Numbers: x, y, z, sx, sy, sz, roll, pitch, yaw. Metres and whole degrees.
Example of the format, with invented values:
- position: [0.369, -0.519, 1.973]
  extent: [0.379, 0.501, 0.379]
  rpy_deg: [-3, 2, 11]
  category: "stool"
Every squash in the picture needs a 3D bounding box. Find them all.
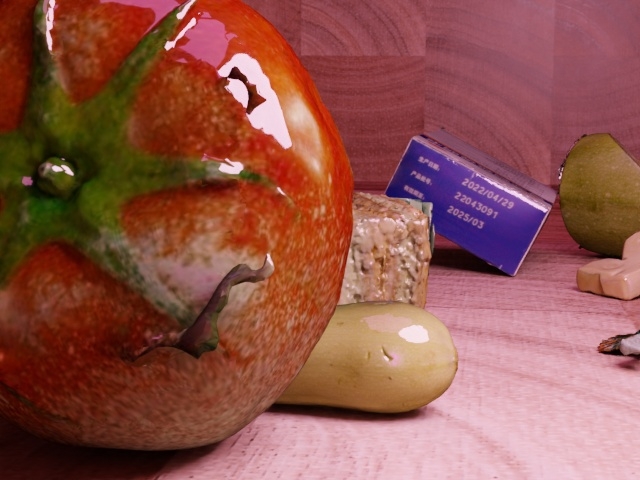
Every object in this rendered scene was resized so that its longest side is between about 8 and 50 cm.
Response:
- position: [-0.022, 0.084, 0.907]
  extent: [0.250, 0.083, 0.083]
  rpy_deg: [-1, 6, 21]
  category: "squash"
- position: [0.474, -0.059, 1.699]
  extent: [0.189, 0.189, 0.260]
  rpy_deg: [-5, 5, -40]
  category: "squash"

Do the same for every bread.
- position: [0.029, 0.027, 1.140]
  extent: [0.102, 0.138, 0.196]
  rpy_deg: [3, 5, -12]
  category: "bread"

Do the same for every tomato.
- position: [-0.119, -0.017, 0.802]
  extent: [0.303, 0.304, 0.239]
  rpy_deg: [2, -9, 15]
  category: "tomato"

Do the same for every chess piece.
- position: [0.392, 0.025, 1.468]
  extent: [0.200, 0.090, 0.090]
  rpy_deg: [-19, 17, -36]
  category: "chess piece"

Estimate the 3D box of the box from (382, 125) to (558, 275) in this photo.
- position: [0.212, -0.059, 1.708]
  extent: [0.200, 0.106, 0.299]
  rpy_deg: [29, 13, 8]
  category: "box"

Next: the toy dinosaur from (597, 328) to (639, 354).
- position: [0.297, 0.082, 1.106]
  extent: [0.106, 0.044, 0.187]
  rpy_deg: [-15, 8, 1]
  category: "toy dinosaur"

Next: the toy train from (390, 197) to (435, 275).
- position: [0.000, 0.000, 1.498]
  extent: [0.269, 0.115, 0.154]
  rpy_deg: [3, -2, 21]
  category: "toy train"
